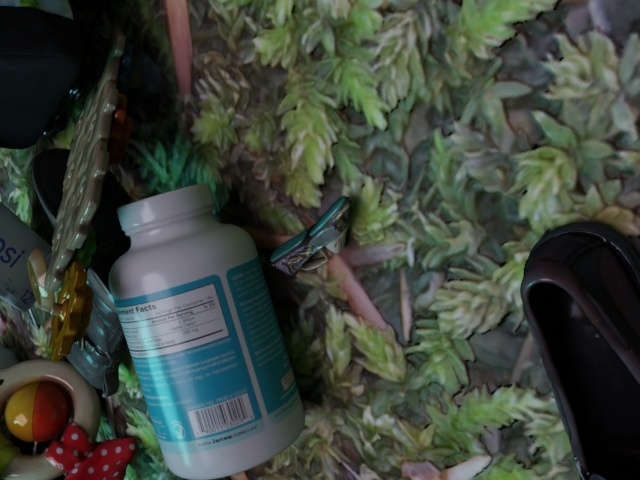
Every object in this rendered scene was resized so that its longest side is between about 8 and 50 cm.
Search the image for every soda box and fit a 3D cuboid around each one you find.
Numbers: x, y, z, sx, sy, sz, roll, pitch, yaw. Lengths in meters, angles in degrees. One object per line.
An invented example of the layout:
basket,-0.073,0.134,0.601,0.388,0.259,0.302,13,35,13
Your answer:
soda box,-0.439,-0.028,0.787,0.098,0.091,0.286,22,157,30

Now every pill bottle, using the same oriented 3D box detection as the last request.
pill bottle,-0.116,0.082,0.647,0.146,0.146,0.264,-12,96,38

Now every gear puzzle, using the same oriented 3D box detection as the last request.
gear puzzle,-0.218,-0.044,0.644,0.175,0.044,0.339,-45,39,42

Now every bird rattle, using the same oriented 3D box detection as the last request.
bird rattle,-0.374,0.259,0.879,0.253,0.143,0.207,-4,69,0

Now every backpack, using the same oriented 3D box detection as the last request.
backpack,-0.386,-0.306,0.682,0.290,0.273,0.356,-15,74,55

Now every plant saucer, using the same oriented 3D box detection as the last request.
plant saucer,-0.342,0.049,0.803,0.083,0.015,0.084,31,128,50

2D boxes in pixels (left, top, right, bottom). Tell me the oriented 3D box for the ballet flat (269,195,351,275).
ballet flat,0.000,0.000,0.610,0.114,0.041,0.041,-37,81,38

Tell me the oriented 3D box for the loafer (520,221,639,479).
loafer,0.211,0.138,0.453,0.109,0.095,0.303,-24,89,39

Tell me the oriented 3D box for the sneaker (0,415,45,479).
sneaker,-0.478,0.382,0.950,0.121,0.111,0.300,-22,46,25

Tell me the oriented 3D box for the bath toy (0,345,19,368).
bath toy,-0.560,0.289,0.925,0.151,0.348,0.129,-15,132,43

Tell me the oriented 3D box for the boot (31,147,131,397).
boot,-0.300,0.046,0.815,0.263,0.091,0.229,58,137,16
